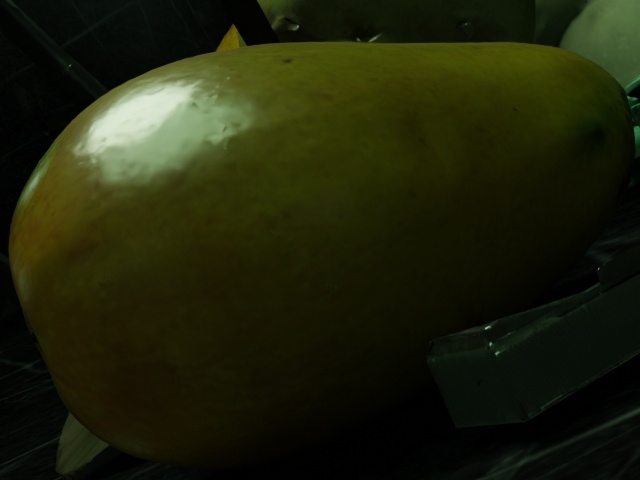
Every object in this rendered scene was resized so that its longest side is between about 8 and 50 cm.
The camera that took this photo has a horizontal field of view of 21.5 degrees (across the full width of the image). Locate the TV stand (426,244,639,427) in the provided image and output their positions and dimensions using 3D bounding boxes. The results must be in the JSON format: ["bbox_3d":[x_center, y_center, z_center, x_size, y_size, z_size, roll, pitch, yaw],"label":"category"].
[{"bbox_3d":[0.154,0.000,0.639,0.256,0.040,0.049,-27,4,-27],"label":"TV stand"}]

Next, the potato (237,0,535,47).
[{"bbox_3d":[0.037,-0.138,1.197,0.202,0.218,0.351,-21,-12,-13],"label":"potato"}]

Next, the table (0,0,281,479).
[{"bbox_3d":[-0.132,-0.074,0.988,0.317,0.249,0.317,-41,15,13],"label":"table"}]

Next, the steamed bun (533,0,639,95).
[{"bbox_3d":[0.254,-0.235,1.337,0.367,0.255,0.342,-38,7,-29],"label":"steamed bun"}]

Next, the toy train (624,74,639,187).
[{"bbox_3d":[0.257,-0.092,1.067,0.172,0.070,0.099,-25,-6,-7],"label":"toy train"}]

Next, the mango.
[{"bbox_3d":[0.007,-0.008,0.750,0.317,0.173,0.211,-20,1,-37],"label":"mango"}]

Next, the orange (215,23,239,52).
[{"bbox_3d":[0.016,-0.137,1.612,0.264,0.264,0.264,-24,4,2],"label":"orange"}]
